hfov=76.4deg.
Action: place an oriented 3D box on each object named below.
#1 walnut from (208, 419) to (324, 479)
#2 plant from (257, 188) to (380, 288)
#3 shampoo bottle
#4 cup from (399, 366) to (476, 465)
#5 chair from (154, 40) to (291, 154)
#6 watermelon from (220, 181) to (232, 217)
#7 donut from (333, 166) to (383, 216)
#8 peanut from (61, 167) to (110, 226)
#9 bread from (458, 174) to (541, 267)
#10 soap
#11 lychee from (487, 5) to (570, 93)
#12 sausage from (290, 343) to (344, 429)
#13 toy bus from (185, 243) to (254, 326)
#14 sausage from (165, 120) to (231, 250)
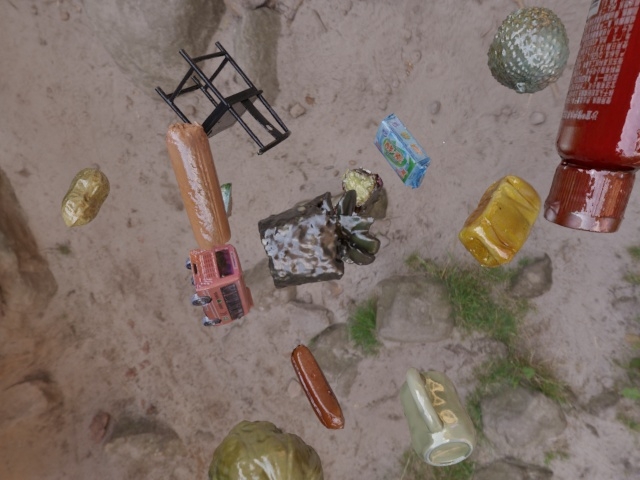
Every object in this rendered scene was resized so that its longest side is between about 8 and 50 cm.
[{"bbox_3d":[-0.129,0.580,0.959,0.282,0.253,0.277,42,149,-20],"label":"walnut"},{"bbox_3d":[0.000,0.000,0.949,0.276,0.188,0.199,-16,105,-13],"label":"plant"},{"bbox_3d":[0.284,-0.165,0.374,0.076,0.118,0.314,4,108,-3],"label":"shampoo bottle"},{"bbox_3d":[0.323,0.466,1.119,0.173,0.202,0.255,-7,124,-3],"label":"cup"},{"bbox_3d":[-0.207,-0.291,0.915,0.141,0.154,0.260,-32,103,38],"label":"chair"},{"bbox_3d":[-0.393,-0.160,1.629,0.101,0.080,0.155,16,102,8],"label":"watermelon"},{"bbox_3d":[0.086,-0.100,1.461,0.136,0.259,0.345,40,91,11],"label":"donut"},{"bbox_3d":[-0.584,-0.109,1.019,0.093,0.194,0.083,-9,139,1],"label":"peanut"},{"bbox_3d":[0.550,-0.061,1.225,0.167,0.294,0.132,42,156,0],"label":"bread"},{"bbox_3d":[0.309,-0.341,1.554,0.077,0.156,0.293,-28,73,-17],"label":"soap"},{"bbox_3d":[0.684,-0.620,1.338,0.255,0.255,0.275,16,88,13],"label":"lychee"},{"bbox_3d":[-0.015,0.523,1.452,0.102,0.102,0.330,-50,53,21],"label":"sausage"},{"bbox_3d":[-0.424,0.198,1.734,0.232,0.427,0.203,-14,61,-11],"label":"toy bus"},{"bbox_3d":[-0.259,-0.111,0.879,0.086,0.086,0.289,1,120,17],"label":"sausage"}]
